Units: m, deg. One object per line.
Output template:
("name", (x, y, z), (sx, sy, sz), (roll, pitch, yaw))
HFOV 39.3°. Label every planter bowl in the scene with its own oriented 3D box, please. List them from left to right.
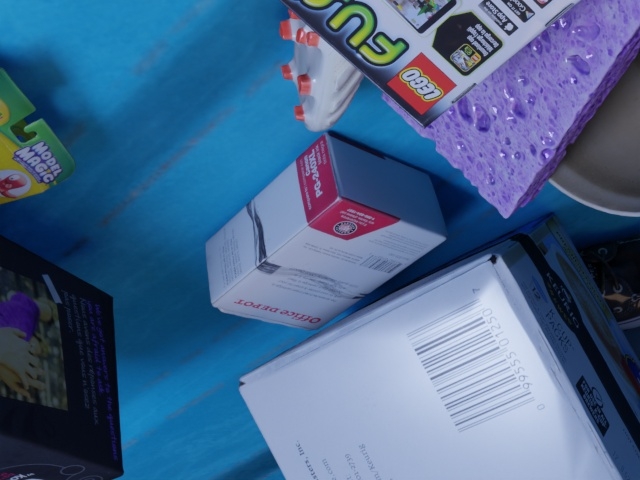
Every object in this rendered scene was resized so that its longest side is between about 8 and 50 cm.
("planter bowl", (0.191, -0.107, 0.505), (0.109, 0.162, 0.162), (-26, 156, -30))

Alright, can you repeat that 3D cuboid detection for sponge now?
("sponge", (0.109, -0.116, 0.480), (0.031, 0.117, 0.210), (-30, 158, -31))

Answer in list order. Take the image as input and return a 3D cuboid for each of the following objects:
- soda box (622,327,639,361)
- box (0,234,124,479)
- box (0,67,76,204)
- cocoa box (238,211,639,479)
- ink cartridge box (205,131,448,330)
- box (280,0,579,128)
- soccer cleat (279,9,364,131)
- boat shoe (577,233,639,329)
("soda box", (0.328, 0.076, 0.866), (0.286, 0.098, 0.091), (-35, 140, 30))
("box", (-0.267, 0.074, 0.541), (0.165, 0.143, 0.270), (-23, 146, 17))
("box", (-0.245, -0.054, 0.524), (0.179, 0.043, 0.105), (-13, 148, 6))
("cocoa box", (0.147, 0.188, 0.697), (0.231, 0.347, 0.228), (-30, 176, 26))
("ink cartridge box", (0.000, 0.000, 0.669), (0.109, 0.063, 0.150), (18, 137, -39))
("box", (0.012, -0.152, 0.380), (0.207, 0.036, 0.114), (39, 127, -18))
("soccer cleat", (0.025, -0.131, 0.477), (0.076, 0.068, 0.196), (-6, 144, -16))
("boat shoe", (0.240, 0.040, 0.809), (0.229, 0.080, 0.076), (-22, 149, 29))
